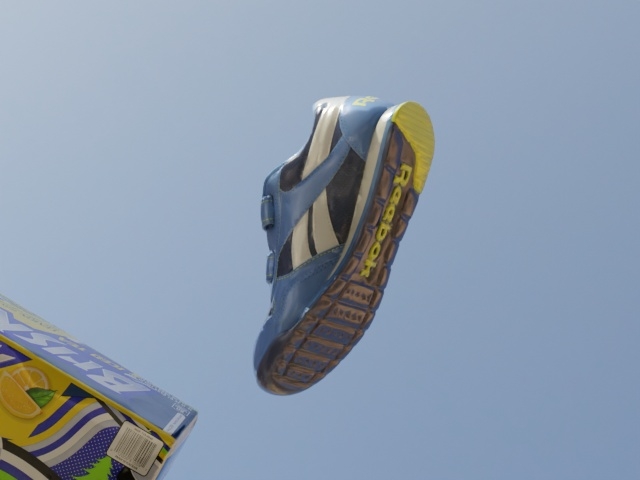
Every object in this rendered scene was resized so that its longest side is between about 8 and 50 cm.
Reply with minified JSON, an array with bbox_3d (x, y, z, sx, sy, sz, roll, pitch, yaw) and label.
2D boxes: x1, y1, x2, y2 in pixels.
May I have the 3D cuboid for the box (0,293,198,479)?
[{"bbox_3d":[-0.136,0.054,0.582,0.169,0.059,0.054,31,-83,1],"label":"box"}]

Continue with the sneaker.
[{"bbox_3d":[0.000,0.000,0.655,0.059,0.053,0.144,21,-95,30],"label":"sneaker"}]
